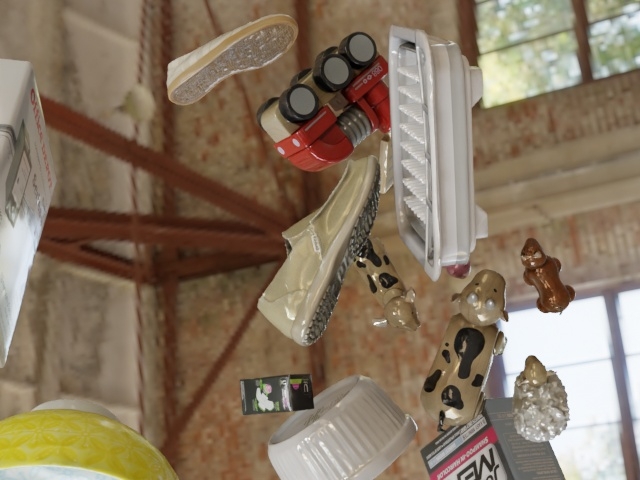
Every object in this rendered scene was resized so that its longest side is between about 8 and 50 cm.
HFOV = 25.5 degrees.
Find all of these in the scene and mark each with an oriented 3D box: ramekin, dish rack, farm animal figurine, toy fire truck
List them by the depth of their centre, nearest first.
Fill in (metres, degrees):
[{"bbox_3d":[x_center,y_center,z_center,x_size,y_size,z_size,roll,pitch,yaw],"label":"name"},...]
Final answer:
[{"bbox_3d":[0.140,-0.118,1.709,0.333,0.072,0.285,-119,25,-78],"label":"dish rack"},{"bbox_3d":[0.022,0.280,1.987,0.109,0.207,0.207,54,-148,-4],"label":"ramekin"},{"bbox_3d":[0.197,0.119,2.032,0.172,0.330,0.326,28,-116,-77],"label":"farm animal figurine"},{"bbox_3d":[0.044,-0.170,2.244,0.217,0.158,0.246,-44,-79,-25],"label":"toy fire truck"}]

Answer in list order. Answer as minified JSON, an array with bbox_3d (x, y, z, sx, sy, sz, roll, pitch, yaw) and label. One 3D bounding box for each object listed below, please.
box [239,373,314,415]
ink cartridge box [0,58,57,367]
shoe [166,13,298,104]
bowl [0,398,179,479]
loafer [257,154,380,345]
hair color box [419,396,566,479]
[{"bbox_3d":[-0.060,0.213,1.956,0.062,0.083,0.052,5,-101,-59],"label":"box"},{"bbox_3d":[-0.392,-0.037,1.575,0.211,0.122,0.289,91,-176,-50],"label":"ink cartridge box"},{"bbox_3d":[-0.129,-0.265,1.970,0.076,0.219,0.058,35,-144,-48],"label":"shoe"},{"bbox_3d":[-0.279,0.268,1.539,0.289,0.289,0.156,52,-154,-38],"label":"bowl"},{"bbox_3d":[0.000,0.000,1.785,0.102,0.092,0.268,82,-149,-64],"label":"loafer"},{"bbox_3d":[0.309,0.455,2.233,0.114,0.185,0.374,1,-124,-36],"label":"hair color box"}]
